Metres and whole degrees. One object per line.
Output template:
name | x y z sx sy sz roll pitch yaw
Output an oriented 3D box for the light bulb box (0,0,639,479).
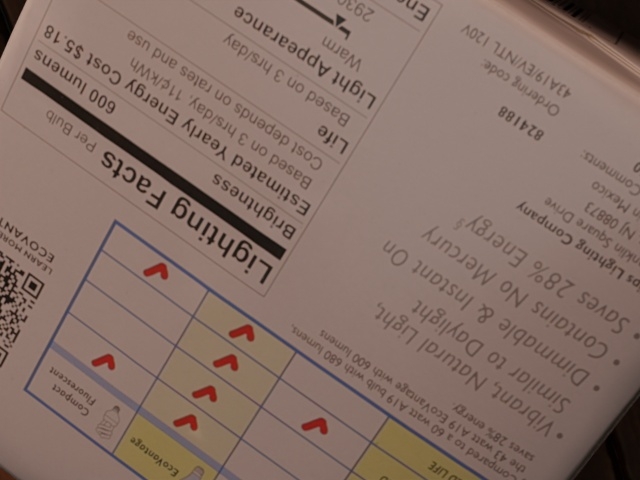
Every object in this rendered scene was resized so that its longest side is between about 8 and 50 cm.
light bulb box | 0.000 0.000 0.644 0.358 0.225 0.361 35 112 7
